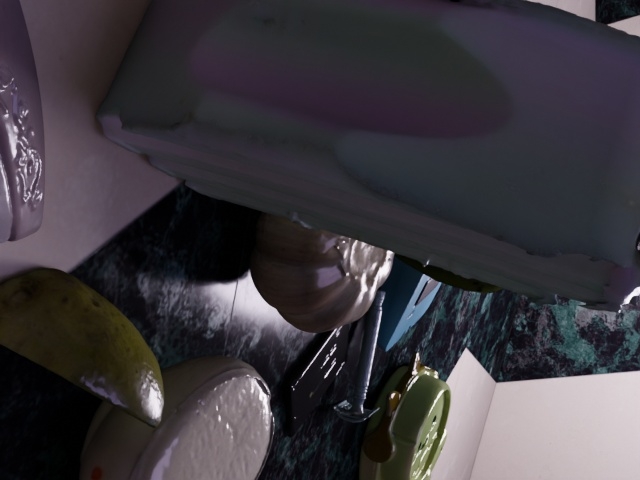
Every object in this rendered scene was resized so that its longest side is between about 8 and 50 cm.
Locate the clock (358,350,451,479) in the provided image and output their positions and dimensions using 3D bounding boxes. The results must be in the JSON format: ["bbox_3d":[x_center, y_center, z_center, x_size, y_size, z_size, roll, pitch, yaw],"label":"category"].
[{"bbox_3d":[0.192,0.415,1.637,0.286,0.117,0.348,-48,146,-42],"label":"clock"}]

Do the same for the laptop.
[{"bbox_3d":[0.000,0.216,1.225,0.197,0.016,0.135,-47,147,-42],"label":"laptop"}]

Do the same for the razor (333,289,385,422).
[{"bbox_3d":[0.082,0.202,1.342,0.106,0.068,0.232,23,77,-75],"label":"razor"}]

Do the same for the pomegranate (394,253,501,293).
[{"bbox_3d":[0.259,-0.060,1.265,0.341,0.285,0.285,-9,114,-62],"label":"pomegranate"}]

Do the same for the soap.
[{"bbox_3d":[0.043,-0.084,0.595,0.156,0.446,0.261,-68,155,-7],"label":"soap"}]

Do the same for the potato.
[{"bbox_3d":[-0.188,0.081,0.616,0.081,0.120,0.149,-62,155,-17],"label":"potato"}]

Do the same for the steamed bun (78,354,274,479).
[{"bbox_3d":[-0.153,0.211,0.765,0.228,0.131,0.177,-37,128,-50],"label":"steamed bun"}]

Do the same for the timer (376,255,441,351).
[{"bbox_3d":[0.181,0.073,1.469,0.232,0.091,0.250,-32,146,-56],"label":"timer"}]

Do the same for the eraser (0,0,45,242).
[{"bbox_3d":[-0.239,-0.098,0.458,0.204,0.059,0.243,-21,129,-60],"label":"eraser"}]

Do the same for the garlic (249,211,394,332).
[{"bbox_3d":[-0.001,0.004,0.917,0.228,0.152,0.228,-31,130,-45],"label":"garlic"}]
